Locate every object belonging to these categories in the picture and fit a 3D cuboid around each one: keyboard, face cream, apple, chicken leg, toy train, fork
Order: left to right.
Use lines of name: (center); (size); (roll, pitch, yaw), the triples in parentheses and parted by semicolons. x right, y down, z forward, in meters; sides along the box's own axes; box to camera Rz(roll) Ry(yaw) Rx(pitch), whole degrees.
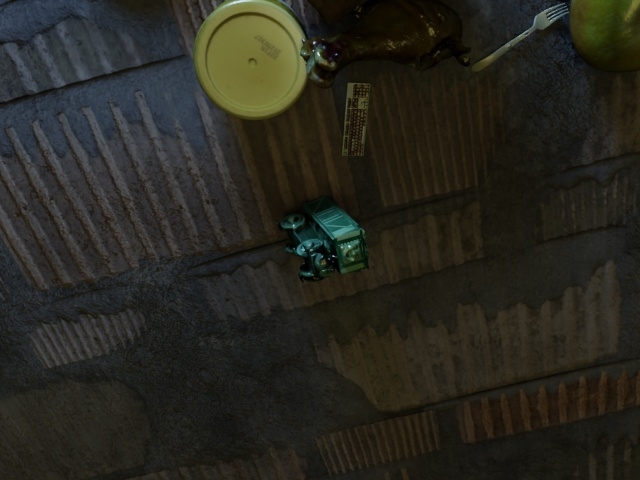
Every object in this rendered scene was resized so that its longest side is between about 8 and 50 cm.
face cream: (-0.129, -0.364, 1.065); (0.218, 0.179, 0.218); (-2, 118, -3)
toy train: (0.000, 0.000, 1.226); (0.154, 0.269, 0.115); (-17, 117, -13)
keyboard: (0.077, -0.270, 1.220); (0.055, 0.017, 0.166); (2, 117, -4)
chicken leg: (0.115, -0.400, 1.029); (0.361, 0.211, 0.140); (-12, 137, -25)
fork: (0.421, -0.429, 1.161); (0.219, 0.028, 0.034); (-33, 123, 17)
apple: (0.618, -0.461, 1.059); (0.260, 0.194, 0.261); (-3, 125, -5)

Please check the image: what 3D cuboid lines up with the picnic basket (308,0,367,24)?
picnic basket: (0.047, -0.580, 0.876); (0.337, 0.293, 0.337); (-13, 145, -10)
